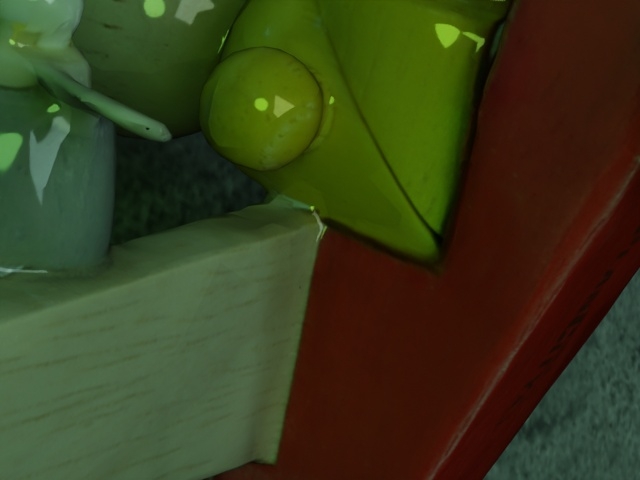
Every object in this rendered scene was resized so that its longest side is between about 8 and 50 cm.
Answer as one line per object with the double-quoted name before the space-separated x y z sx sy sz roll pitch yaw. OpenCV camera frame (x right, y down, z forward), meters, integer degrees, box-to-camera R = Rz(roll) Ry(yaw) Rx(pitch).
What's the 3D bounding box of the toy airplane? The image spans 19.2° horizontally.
"toy airplane" 0.000 0.000 0.644 0.384 0.272 0.386 -44 164 -18
